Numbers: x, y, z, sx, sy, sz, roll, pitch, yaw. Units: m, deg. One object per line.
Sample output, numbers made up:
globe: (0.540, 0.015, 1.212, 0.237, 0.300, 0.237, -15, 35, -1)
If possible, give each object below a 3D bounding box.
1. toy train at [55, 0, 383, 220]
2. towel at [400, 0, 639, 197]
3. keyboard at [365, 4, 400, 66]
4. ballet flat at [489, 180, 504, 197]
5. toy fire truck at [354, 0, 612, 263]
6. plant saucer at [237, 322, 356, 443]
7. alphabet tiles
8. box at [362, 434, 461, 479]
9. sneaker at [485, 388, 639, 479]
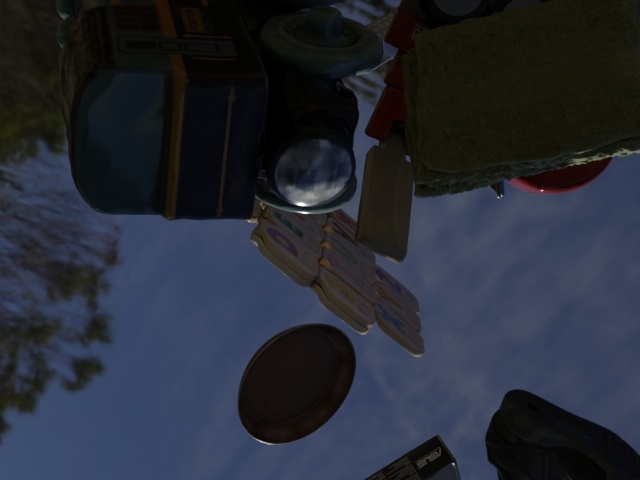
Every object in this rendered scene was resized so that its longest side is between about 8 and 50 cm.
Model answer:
toy train: (-0.079, -0.132, 0.780, 0.334, 0.190, 0.142, -110, -154, -51)
towel: (0.117, -0.085, 0.674, 0.148, 0.027, 0.110, -12, -114, 23)
keyboard: (0.133, -0.321, 1.730, 0.072, 0.256, 0.014, 39, -32, 28)
ballet flat: (0.251, -0.110, 1.712, 0.041, 0.041, 0.114, -29, -134, 48)
toy fire truck: (0.132, -0.086, 0.978, 0.246, 0.217, 0.158, -64, 179, 2)
plant saucer: (-0.033, 0.170, 1.431, 0.029, 0.168, 0.168, 36, -76, 48)
alphabet tiles: (0.000, 0.000, 1.180, 0.021, 0.278, 0.284, -48, -171, 15)
box: (0.077, 0.320, 1.361, 0.190, 0.184, 0.045, -30, -120, -7)
sneaker: (0.312, 0.293, 1.502, 0.087, 0.227, 0.130, -66, -179, -60)
